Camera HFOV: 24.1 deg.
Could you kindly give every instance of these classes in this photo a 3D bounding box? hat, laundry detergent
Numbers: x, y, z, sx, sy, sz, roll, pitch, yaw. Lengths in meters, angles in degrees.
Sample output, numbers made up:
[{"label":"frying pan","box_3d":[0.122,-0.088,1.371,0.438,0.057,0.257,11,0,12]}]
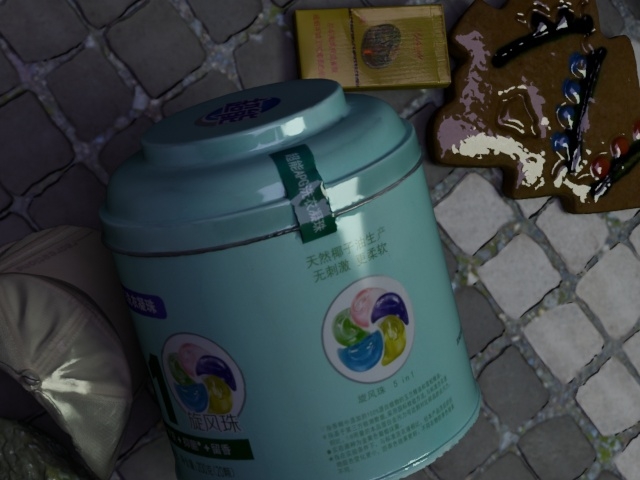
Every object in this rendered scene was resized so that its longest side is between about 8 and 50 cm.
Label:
[{"label":"hat","box_3d":[-0.208,0.072,1.326,0.219,0.164,0.226,44,56,-8]},{"label":"laundry detergent","box_3d":[-0.030,0.031,1.304,0.287,0.287,0.305,-22,108,-20]}]

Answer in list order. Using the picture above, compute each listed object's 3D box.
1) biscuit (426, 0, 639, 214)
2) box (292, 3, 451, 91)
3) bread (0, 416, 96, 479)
[{"label":"biscuit","box_3d":[0.262,-0.143,1.595,0.301,0.043,0.278,36,74,-12]},{"label":"box","box_3d":[0.052,-0.195,1.523,0.155,0.023,0.087,-4,77,-10]},{"label":"bread","box_3d":[-0.216,0.240,1.316,0.232,0.172,0.064,43,98,-8]}]
